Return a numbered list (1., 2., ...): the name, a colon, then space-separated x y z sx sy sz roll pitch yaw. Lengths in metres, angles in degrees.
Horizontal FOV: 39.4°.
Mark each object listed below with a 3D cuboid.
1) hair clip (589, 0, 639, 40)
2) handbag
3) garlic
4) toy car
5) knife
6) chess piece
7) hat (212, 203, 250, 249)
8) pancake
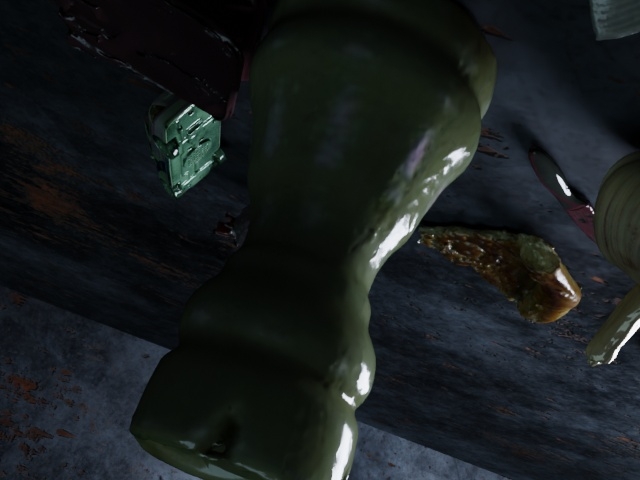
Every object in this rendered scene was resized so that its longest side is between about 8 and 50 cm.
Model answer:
1. hair clip: 0.178 -0.218 0.577 0.159 0.071 0.218 -20 144 12
2. handbag: -0.161 -0.220 0.875 0.216 0.074 0.203 28 162 0
3. garlic: 0.324 0.033 0.881 0.199 0.226 0.199 30 -160 -12
4. toy car: -0.174 -0.130 1.125 0.076 0.090 0.224 44 162 8
5. knife: 0.294 -0.046 1.035 0.035 0.018 0.247 -1 155 37
6. chess piece: 0.000 0.000 0.792 0.234 0.442 0.234 16 159 6
7. hat: -0.037 -0.044 1.239 0.140 0.129 0.227 39 139 -6
8. pancake: 0.246 0.045 1.250 0.244 0.057 0.266 18 161 5
